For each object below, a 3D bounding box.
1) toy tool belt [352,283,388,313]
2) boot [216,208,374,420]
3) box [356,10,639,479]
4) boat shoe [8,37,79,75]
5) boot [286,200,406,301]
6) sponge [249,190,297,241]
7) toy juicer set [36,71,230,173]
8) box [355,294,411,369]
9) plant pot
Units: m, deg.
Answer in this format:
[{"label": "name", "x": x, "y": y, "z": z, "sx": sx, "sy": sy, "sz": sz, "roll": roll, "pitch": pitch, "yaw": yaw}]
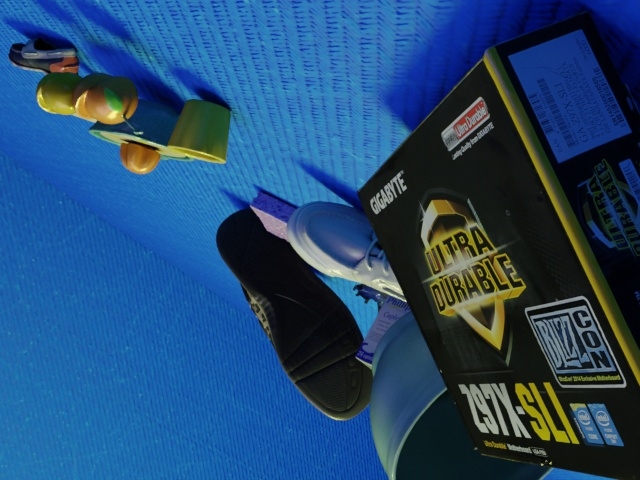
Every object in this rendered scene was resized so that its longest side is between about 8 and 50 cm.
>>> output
[{"label": "toy tool belt", "x": 0.079, "y": 0.078, "z": 1.344, "sx": 0.083, "sy": 0.051, "sz": 0.052, "roll": 34, "pitch": 167, "yaw": -17}, {"label": "boot", "x": -0.033, "y": 0.136, "z": 1.457, "sx": 0.377, "sy": 0.138, "sz": 0.284, "roll": 53, "pitch": 175, "yaw": 12}, {"label": "box", "x": 0.141, "y": 0.029, "z": 0.597, "sx": 0.257, "sy": 0.079, "sz": 0.322, "roll": 64, "pitch": 166, "yaw": 4}, {"label": "boat shoe", "x": -0.362, "y": -0.243, "z": 1.108, "sx": 0.137, "sy": 0.049, "sz": 0.043, "roll": 24, "pitch": 125, "yaw": 35}, {"label": "boot", "x": 0.092, "y": 0.016, "z": 1.012, "sx": 0.258, "sy": 0.095, "sz": 0.123, "roll": 24, "pitch": 163, "yaw": -12}, {"label": "sponge", "x": 0.000, "y": 0.000, "z": 1.261, "sx": 0.210, "sy": 0.031, "sz": 0.117, "roll": 27, "pitch": 167, "yaw": 15}, {"label": "toy juicer set", "x": -0.255, "y": -0.137, "z": 1.054, "sx": 0.209, "sy": 0.089, "sz": 0.329, "roll": 15, "pitch": 177, "yaw": -26}, {"label": "box", "x": 0.143, "y": 0.156, "z": 1.302, "sx": 0.072, "sy": 0.137, "sz": 0.126, "roll": 14, "pitch": 160, "yaw": 47}, {"label": "plant pot", "x": 0.187, "y": 0.206, "z": 1.155, "sx": 0.293, "sy": 0.293, "sz": 0.196, "roll": 40, "pitch": -172, "yaw": -38}]
